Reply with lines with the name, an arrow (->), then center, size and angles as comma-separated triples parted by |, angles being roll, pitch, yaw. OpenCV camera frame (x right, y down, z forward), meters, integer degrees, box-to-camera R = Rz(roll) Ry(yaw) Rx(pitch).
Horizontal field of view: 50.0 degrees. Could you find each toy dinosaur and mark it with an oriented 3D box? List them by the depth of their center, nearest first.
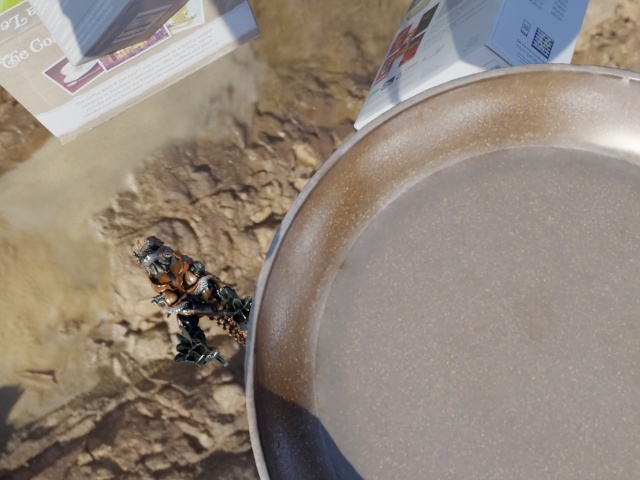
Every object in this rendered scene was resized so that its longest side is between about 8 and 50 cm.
toy dinosaur -> -0.216, 0.109, 1.285 | 0.322, 0.218, 0.164 | 22, 107, -43

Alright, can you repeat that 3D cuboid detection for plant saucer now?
plant saucer -> 0.121, 0.060, 0.331 | 0.310, 0.311, 0.050 | -62, 169, -15

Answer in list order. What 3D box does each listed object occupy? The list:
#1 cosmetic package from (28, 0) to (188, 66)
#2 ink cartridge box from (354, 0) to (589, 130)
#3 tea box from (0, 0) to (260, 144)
cosmetic package -> -0.216, -0.284, 0.570 | 0.107, 0.127, 0.238 | -38, 102, -43
ink cartridge box -> 0.219, -0.285, 0.990 | 0.130, 0.309, 0.271 | 31, 68, -19
tea box -> -0.312, -0.371, 0.929 | 0.329, 0.323, 0.220 | -29, 158, -2
